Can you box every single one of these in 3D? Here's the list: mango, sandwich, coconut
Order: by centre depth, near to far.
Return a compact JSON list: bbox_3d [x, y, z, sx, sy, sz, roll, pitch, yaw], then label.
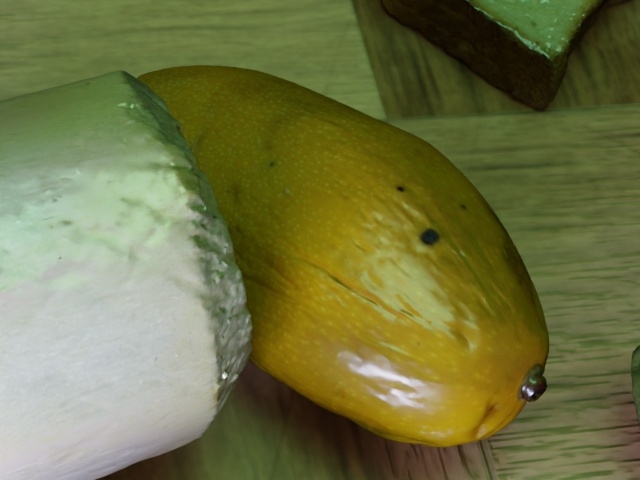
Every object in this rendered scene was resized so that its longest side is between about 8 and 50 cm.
[{"bbox_3d":[-0.179,0.035,1.003,0.244,0.239,0.239,-21,59,-14],"label":"coconut"},{"bbox_3d":[0.002,-0.003,1.135,0.187,0.144,0.359,-35,60,-18],"label":"mango"},{"bbox_3d":[0.165,-0.218,1.381,0.186,0.065,0.215,34,55,15],"label":"sandwich"}]

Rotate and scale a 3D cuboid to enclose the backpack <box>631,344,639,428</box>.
[{"bbox_3d":[0.336,0.088,1.098,0.253,0.207,0.140,-2,75,-23],"label":"backpack"}]
